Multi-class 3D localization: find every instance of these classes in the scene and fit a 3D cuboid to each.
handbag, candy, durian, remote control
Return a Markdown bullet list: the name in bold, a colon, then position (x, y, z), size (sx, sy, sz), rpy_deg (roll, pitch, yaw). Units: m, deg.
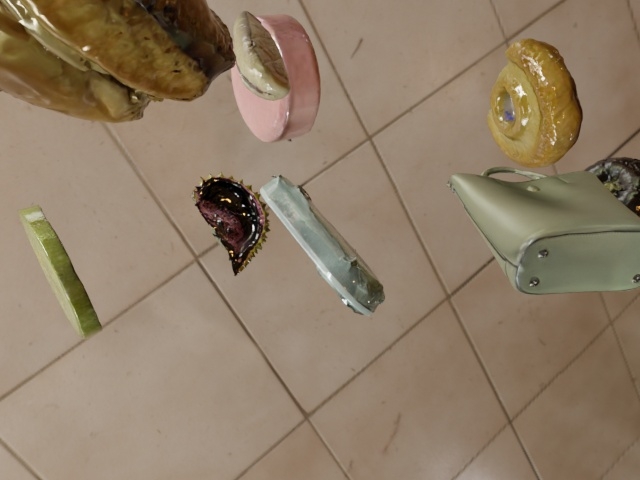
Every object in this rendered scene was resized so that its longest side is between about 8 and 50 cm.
- **handbag**: position (0.324, -0.057, 0.789), size (0.241, 0.315, 0.109), rpy_deg (-1, 127, -4)
- **candy**: position (-0.093, -0.312, 1.072), size (0.094, 0.255, 0.255), rpy_deg (-17, 105, -29)
- **durian**: position (-0.155, -0.045, 1.016), size (0.119, 0.108, 0.187), rpy_deg (-30, 93, -1)
- **remote control**: position (0.000, 0.000, 0.711), size (0.052, 0.247, 0.104), rpy_deg (-43, 146, 7)

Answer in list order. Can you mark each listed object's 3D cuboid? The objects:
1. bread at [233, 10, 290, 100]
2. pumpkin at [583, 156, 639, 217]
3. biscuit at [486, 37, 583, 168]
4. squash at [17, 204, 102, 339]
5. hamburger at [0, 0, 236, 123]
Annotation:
- **bread**: position (-0.089, -0.250, 0.732), size (0.053, 0.214, 0.073), rpy_deg (-40, 131, 21)
- **pumpkin**: position (0.728, -0.095, 1.322), size (0.163, 0.233, 0.233), rpy_deg (41, 79, -43)
- **biscuit**: position (0.430, -0.259, 1.103), size (0.091, 0.213, 0.274), rpy_deg (-20, 145, -10)
- **squash**: position (-0.394, 0.050, 0.811), size (0.041, 0.219, 0.219), rpy_deg (-28, 109, -25)
- **hamburger**: position (-0.202, -0.242, 0.412), size (0.174, 0.305, 0.284), rpy_deg (-27, 148, 19)
